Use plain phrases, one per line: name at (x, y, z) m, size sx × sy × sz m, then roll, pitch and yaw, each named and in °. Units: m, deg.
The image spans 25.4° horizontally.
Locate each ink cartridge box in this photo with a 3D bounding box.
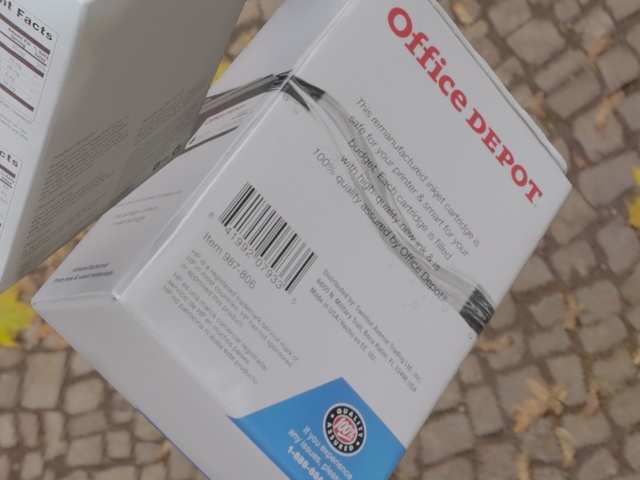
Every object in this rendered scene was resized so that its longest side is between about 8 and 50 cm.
ink cartridge box at (0.000, 0.000, 1.208) m, size 0.166 × 0.285 × 0.395 m, roll -7°, pitch 41°, yaw 54°

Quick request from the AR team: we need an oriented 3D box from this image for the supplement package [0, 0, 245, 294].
supplement package at (-0.181, -0.150, 0.872) m, size 0.198 × 0.199 × 0.263 m, roll 39°, pitch 138°, yaw 8°
